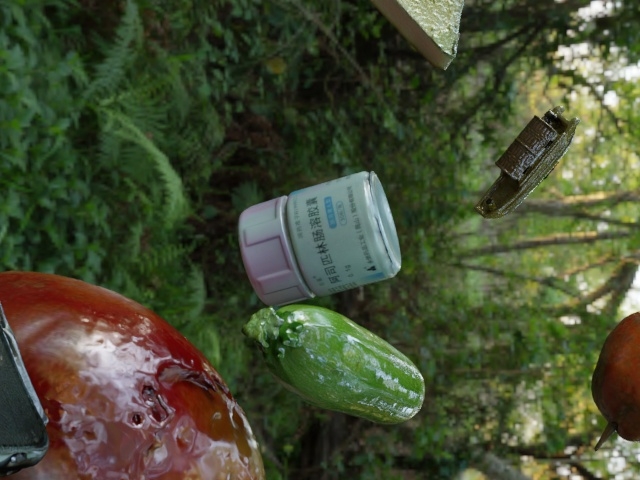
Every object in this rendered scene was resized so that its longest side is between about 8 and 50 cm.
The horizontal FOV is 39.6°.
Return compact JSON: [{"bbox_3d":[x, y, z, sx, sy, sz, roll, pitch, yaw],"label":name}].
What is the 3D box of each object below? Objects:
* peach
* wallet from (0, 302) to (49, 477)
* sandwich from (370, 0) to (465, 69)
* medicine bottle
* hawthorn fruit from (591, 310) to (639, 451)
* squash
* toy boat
[{"bbox_3d":[-0.247,0.222,0.900,0.416,0.353,0.339,47,16,-8],"label":"peach"},{"bbox_3d":[-0.267,0.000,0.556,0.317,0.045,0.172,63,7,14],"label":"wallet"},{"bbox_3d":[0.123,-0.348,1.241,0.058,0.163,0.192,121,-19,-72],"label":"sandwich"},{"bbox_3d":[0.000,0.000,1.061,0.135,0.169,0.135,-16,90,-78],"label":"medicine bottle"},{"bbox_3d":[0.536,0.244,1.449,0.262,0.211,0.210,-45,148,-24],"label":"hawthorn fruit"},{"bbox_3d":[0.029,0.140,0.967,0.379,0.102,0.101,39,46,-56],"label":"squash"},{"bbox_3d":[0.342,-0.131,1.501,0.088,0.226,0.068,29,16,-42],"label":"toy boat"}]
